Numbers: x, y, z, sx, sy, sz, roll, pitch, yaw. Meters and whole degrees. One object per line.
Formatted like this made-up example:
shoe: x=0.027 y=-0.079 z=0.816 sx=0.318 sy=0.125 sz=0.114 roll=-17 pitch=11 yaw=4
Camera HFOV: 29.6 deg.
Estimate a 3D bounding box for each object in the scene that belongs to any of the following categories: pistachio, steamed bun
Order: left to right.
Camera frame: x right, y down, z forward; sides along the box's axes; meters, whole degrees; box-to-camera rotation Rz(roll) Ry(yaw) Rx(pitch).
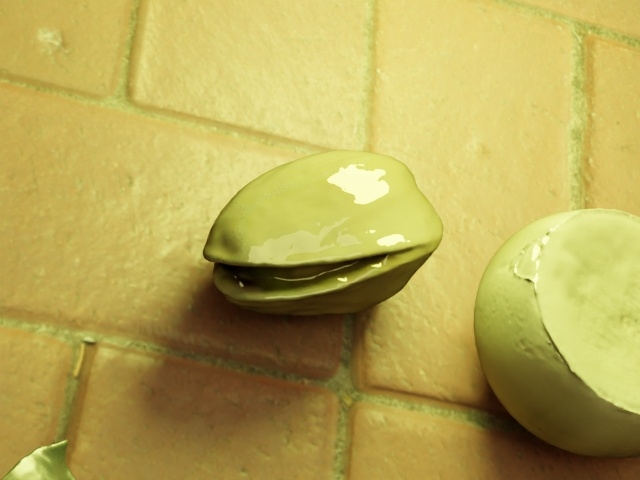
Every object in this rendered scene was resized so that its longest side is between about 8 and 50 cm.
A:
pistachio: x=0.000 y=0.000 z=1.484 sx=0.331 sy=0.208 sz=0.226 roll=-11 pitch=26 yaw=-32
steamed bun: x=0.346 y=0.122 z=1.547 sx=0.324 sy=0.206 sz=0.324 roll=9 pitch=63 yaw=-18

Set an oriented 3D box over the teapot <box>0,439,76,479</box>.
teapot: x=-0.215 y=0.403 z=1.220 sx=0.344 sy=0.253 sz=0.300 roll=36 pitch=91 yaw=7
